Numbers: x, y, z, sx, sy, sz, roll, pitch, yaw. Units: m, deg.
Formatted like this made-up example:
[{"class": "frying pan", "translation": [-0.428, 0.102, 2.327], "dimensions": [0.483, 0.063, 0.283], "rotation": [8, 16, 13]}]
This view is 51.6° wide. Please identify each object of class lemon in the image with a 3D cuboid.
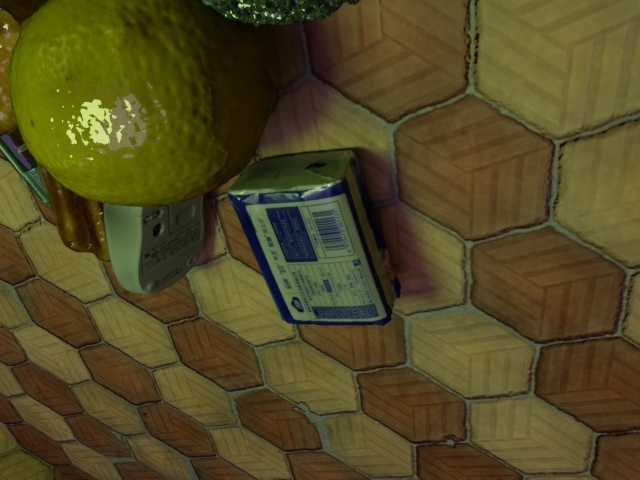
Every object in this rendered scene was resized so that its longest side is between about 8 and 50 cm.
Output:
[{"class": "lemon", "translation": [-0.232, -0.198, 0.875], "dimensions": [0.336, 0.336, 0.336], "rotation": [15, 134, 16]}]

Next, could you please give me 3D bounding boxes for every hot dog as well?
[{"class": "hot dog", "translation": [-0.407, -0.117, 1.169], "dimensions": [0.158, 0.117, 0.348], "rotation": [13, 130, 17]}]

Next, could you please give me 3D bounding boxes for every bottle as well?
[{"class": "bottle", "translation": [-0.560, -0.199, 1.206], "dimensions": [0.082, 0.082, 0.286], "rotation": [-10, 123, 35]}]

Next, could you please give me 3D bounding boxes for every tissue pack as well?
[{"class": "tissue pack", "translation": [0.000, 0.000, 1.049], "dimensions": [0.209, 0.137, 0.269], "rotation": [-3, 123, 31]}]

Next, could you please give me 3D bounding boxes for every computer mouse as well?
[{"class": "computer mouse", "translation": [-0.291, -0.042, 1.134], "dimensions": [0.121, 0.184, 0.296], "rotation": [35, 142, 19]}]

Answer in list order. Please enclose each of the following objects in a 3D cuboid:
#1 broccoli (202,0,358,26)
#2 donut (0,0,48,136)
[{"class": "broccoli", "translation": [-0.020, -0.398, 0.683], "dimensions": [0.252, 0.221, 0.361], "rotation": [52, 137, 23]}, {"class": "donut", "translation": [-0.604, -0.318, 0.920], "dimensions": [0.435, 0.378, 0.163], "rotation": [51, 177, -36]}]
